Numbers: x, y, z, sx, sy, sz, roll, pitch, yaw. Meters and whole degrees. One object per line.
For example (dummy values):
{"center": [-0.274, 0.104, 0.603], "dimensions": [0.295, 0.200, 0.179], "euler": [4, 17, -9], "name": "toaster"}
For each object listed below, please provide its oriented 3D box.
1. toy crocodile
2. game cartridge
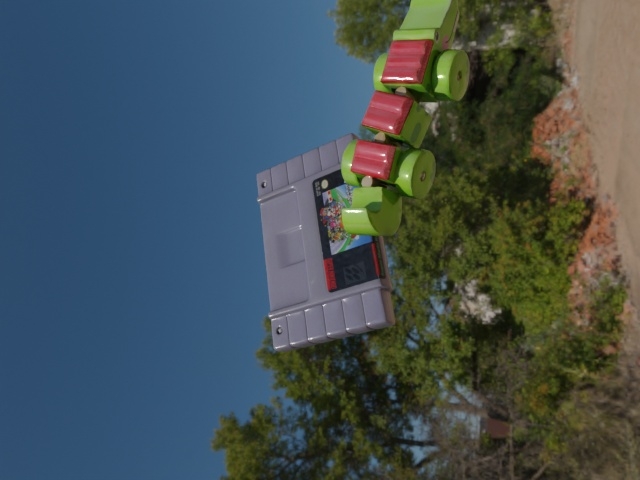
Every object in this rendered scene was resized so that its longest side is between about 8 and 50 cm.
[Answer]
{"center": [0.103, -0.165, 0.693], "dimensions": [0.105, 0.115, 0.341], "euler": [20, -92, -56], "name": "toy crocodile"}
{"center": [0.000, 0.000, 0.949], "dimensions": [0.068, 0.230, 0.355], "euler": [23, -128, -52], "name": "game cartridge"}
